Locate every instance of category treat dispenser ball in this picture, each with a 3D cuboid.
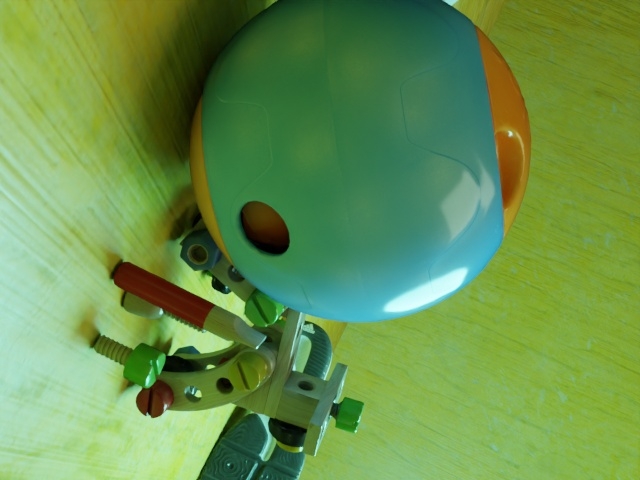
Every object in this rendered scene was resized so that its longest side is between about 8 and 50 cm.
[{"bbox_3d":[0.032,-0.074,0.688,0.288,0.288,0.288,-62,170,-19],"label":"treat dispenser ball"}]

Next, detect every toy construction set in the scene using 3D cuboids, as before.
[{"bbox_3d":[-0.056,0.103,0.808,0.257,0.237,0.309,-65,171,-1],"label":"toy construction set"}]

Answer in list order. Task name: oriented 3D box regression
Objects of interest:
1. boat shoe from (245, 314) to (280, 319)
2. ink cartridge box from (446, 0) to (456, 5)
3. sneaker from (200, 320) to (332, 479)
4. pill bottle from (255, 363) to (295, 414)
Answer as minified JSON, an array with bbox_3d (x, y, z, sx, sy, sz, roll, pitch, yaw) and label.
[{"bbox_3d":[-0.068,0.079,1.279,0.152,0.049,0.056,-47,141,-52],"label":"boat shoe"},{"bbox_3d":[0.271,-0.545,1.531,0.261,0.066,0.296,-32,-156,57],"label":"ink cartridge box"},{"bbox_3d":[-0.091,0.398,1.605,0.257,0.169,0.447,86,27,-68],"label":"sneaker"},{"bbox_3d":[-0.094,0.222,1.324,0.107,0.108,0.180,-62,170,-19],"label":"pill bottle"}]
